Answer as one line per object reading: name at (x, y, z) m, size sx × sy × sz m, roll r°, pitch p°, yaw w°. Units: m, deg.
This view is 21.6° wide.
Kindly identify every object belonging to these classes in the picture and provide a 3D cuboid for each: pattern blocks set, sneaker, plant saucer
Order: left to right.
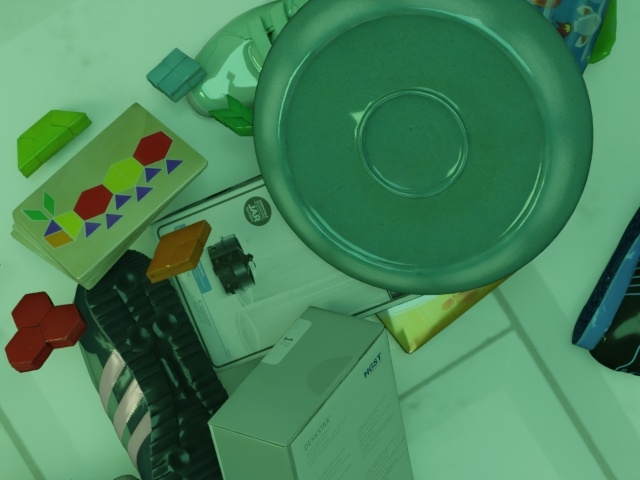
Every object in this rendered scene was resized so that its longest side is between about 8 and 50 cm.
pattern blocks set at (-0.207, -0.041, 1.630) m, size 0.325 × 0.026 × 0.285 m, roll -37°, pitch 49°, yaw -3°
sneaker at (-0.155, 0.169, 1.653) m, size 0.112 × 0.131 × 0.319 m, roll -16°, pitch 81°, yaw -25°
sneaker at (-0.025, -0.211, 1.672) m, size 0.256 × 0.151 × 0.094 m, roll -31°, pitch 91°, yaw -3°
plant saucer at (0.087, -0.092, 1.528) m, size 0.317 × 0.044 × 0.318 m, roll 4°, pitch 110°, yaw 12°
sneaker at (0.350, 0.029, 1.725) m, size 0.090 × 0.081 × 0.232 m, roll 30°, pitch 93°, yaw -5°

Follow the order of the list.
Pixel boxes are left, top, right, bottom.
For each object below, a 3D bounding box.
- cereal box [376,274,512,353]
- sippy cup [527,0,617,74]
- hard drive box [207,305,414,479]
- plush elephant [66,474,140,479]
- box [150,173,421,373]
cereal box at (0.083, -0.029, 1.721) m, size 0.173 × 0.047 × 0.240 m, roll -39°, pitch 91°, yaw -2°
sippy cup at (0.188, -0.261, 1.618) m, size 0.305 × 0.240 × 0.224 m, roll 15°, pitch 80°, yaw -17°
hard drive box at (-0.001, 0.211, 1.589) m, size 0.089 × 0.181 × 0.232 m, roll 13°, pitch 131°, yaw 30°
plush elephant at (-0.230, 0.360, 1.570) m, size 0.255 × 0.272 × 0.330 m, roll 30°, pitch 124°, yaw -36°
box at (0.000, 0.000, 1.653) m, size 0.290 × 0.087 × 0.169 m, roll -20°, pitch 94°, yaw 12°
